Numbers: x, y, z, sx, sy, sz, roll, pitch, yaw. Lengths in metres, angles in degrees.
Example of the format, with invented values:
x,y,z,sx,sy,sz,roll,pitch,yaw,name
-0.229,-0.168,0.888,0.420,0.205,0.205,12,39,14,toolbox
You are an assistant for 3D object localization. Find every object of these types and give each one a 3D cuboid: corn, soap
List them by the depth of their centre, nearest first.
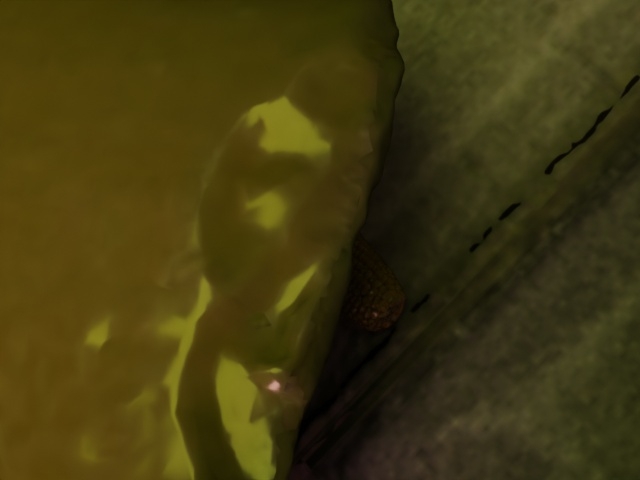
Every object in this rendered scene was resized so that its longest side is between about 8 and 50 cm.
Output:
x,y,z,sx,sy,sz,roll,pitch,yaw,name
0.000,0.000,0.699,0.027,0.028,0.083,-40,66,-3,corn
-0.178,0.017,0.713,0.427,0.115,0.306,11,80,25,soap
